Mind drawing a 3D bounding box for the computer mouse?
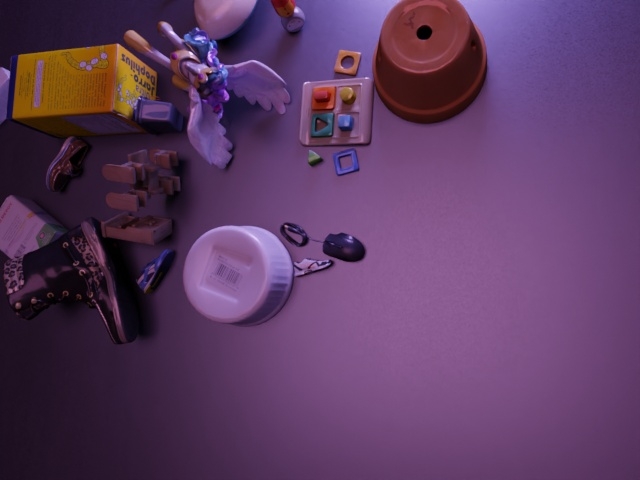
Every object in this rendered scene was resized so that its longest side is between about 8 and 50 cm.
[{"bbox_3d":[0.000,0.000,1.345,0.242,0.041,0.071,15,89,17],"label":"computer mouse"}]

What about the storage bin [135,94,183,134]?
[{"bbox_3d":[-0.454,-0.359,1.466,0.091,0.135,0.098,6,85,4],"label":"storage bin"}]

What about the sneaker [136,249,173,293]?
[{"bbox_3d":[-0.475,0.080,1.459,0.059,0.053,0.144,36,93,18],"label":"sneaker"}]

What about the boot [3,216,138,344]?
[{"bbox_3d":[-0.692,0.151,1.427,0.284,0.138,0.377,-23,81,-4],"label":"boot"}]

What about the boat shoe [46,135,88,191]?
[{"bbox_3d":[-0.771,-0.227,1.564,0.066,0.066,0.183,24,91,15],"label":"boat shoe"}]

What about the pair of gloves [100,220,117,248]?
[{"bbox_3d":[-0.632,-0.015,1.533,0.074,0.010,0.083,14,91,15],"label":"pair of gloves"}]

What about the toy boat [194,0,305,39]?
[{"bbox_3d":[-0.199,-0.661,1.430,0.318,0.148,0.267,21,85,24],"label":"toy boat"}]

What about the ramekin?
[{"bbox_3d":[-0.223,0.091,1.347,0.277,0.135,0.277,-2,84,15],"label":"ramekin"}]

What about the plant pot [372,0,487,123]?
[{"bbox_3d":[0.258,-0.454,1.241,0.291,0.203,0.290,-1,85,15],"label":"plant pot"}]

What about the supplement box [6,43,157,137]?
[{"bbox_3d":[-0.690,-0.426,1.497,0.357,0.194,0.195,0,84,15],"label":"supplement box"}]

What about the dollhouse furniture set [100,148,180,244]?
[{"bbox_3d":[-0.513,-0.127,1.413,0.161,0.212,0.241,9,113,14],"label":"dollhouse furniture set"}]

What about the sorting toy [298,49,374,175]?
[{"bbox_3d":[0.039,-0.348,1.368,0.196,0.047,0.347,2,84,15],"label":"sorting toy"}]

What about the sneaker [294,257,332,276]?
[{"bbox_3d":[-0.022,0.063,1.345,0.109,0.040,0.043,-15,78,13],"label":"sneaker"}]

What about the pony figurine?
[{"bbox_3d":[-0.303,-0.405,1.346,0.302,0.351,0.363,-49,56,2],"label":"pony figurine"}]

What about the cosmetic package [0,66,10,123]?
[{"bbox_3d":[-1.053,-0.438,1.646,0.239,0.099,0.060,-42,76,7],"label":"cosmetic package"}]

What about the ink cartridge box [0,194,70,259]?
[{"bbox_3d":[-0.884,-0.016,1.558,0.212,0.093,0.154,34,93,13],"label":"ink cartridge box"}]
